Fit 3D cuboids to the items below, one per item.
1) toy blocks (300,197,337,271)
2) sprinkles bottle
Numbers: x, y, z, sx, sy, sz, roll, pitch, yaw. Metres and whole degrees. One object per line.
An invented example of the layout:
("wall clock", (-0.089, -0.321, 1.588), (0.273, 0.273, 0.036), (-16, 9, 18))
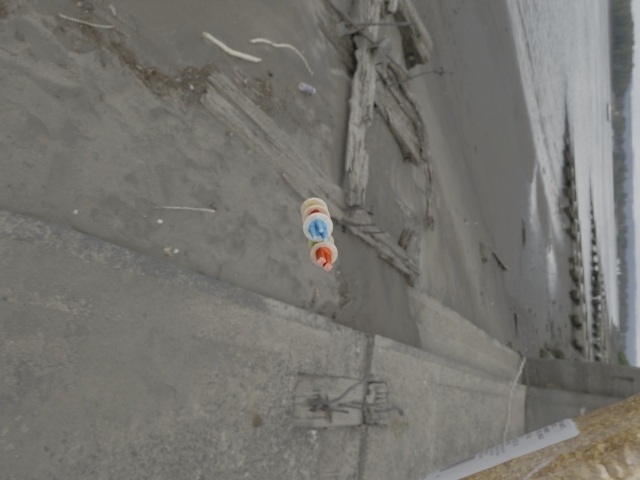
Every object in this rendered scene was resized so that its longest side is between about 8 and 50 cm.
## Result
("toy blocks", (0.000, 0.000, 0.841), (0.148, 0.054, 0.123), (-103, -179, -69))
("sprinkles bottle", (0.185, 0.215, 0.371), (0.121, 0.355, 0.121), (55, 14, -22))
